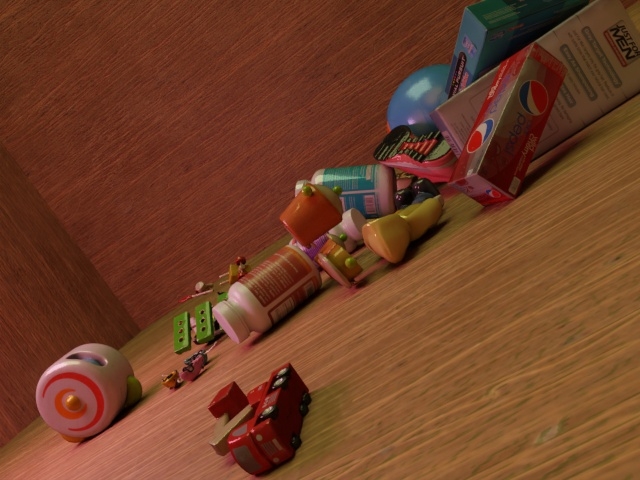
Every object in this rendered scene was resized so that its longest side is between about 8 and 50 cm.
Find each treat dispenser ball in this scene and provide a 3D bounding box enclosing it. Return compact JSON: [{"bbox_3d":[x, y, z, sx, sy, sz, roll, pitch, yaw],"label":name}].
[{"bbox_3d":[0.326,-0.332,1.453,0.288,0.288,0.288,-34,6,4],"label":"treat dispenser ball"}]

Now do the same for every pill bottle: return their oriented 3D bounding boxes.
[{"bbox_3d":[0.071,-0.127,1.430,0.264,0.146,0.146,-2,15,14],"label":"pill bottle"},{"bbox_3d":[0.024,-0.001,1.331,0.193,0.108,0.108,-32,7,27],"label":"pill bottle"},{"bbox_3d":[-0.112,0.113,1.105,0.216,0.121,0.121,-36,6,-23],"label":"pill bottle"}]

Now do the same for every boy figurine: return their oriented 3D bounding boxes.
[{"bbox_3d":[0.149,-0.032,1.014,0.177,0.092,0.285,-27,6,33],"label":"boy figurine"}]

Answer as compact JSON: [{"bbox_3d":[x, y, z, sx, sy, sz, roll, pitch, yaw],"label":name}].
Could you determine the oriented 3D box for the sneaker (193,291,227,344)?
[{"bbox_3d":[-0.264,0.188,1.440,0.235,0.097,0.084,-38,7,-31],"label":"sneaker"}]

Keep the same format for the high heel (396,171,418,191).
[{"bbox_3d":[0.176,-0.142,1.654,0.261,0.093,0.186,-26,-1,-5],"label":"high heel"}]

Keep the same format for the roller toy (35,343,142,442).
[{"bbox_3d":[-0.553,0.354,1.242,0.209,0.191,0.146,-33,7,8],"label":"roller toy"}]

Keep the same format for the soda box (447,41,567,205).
[{"bbox_3d":[0.318,-0.194,0.897,0.263,0.083,0.092,-63,13,-12],"label":"soda box"}]

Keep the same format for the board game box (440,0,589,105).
[{"bbox_3d":[0.406,-0.385,1.157,0.254,0.079,0.336,-23,-26,-11],"label":"board game box"}]

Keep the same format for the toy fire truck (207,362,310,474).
[{"bbox_3d":[-0.080,0.202,0.598,0.135,0.047,0.192,-34,7,11],"label":"toy fire truck"}]

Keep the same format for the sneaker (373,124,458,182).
[{"bbox_3d":[0.242,-0.191,1.295,0.116,0.136,0.314,-50,29,-4],"label":"sneaker"}]

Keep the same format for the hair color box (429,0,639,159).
[{"bbox_3d":[0.424,-0.282,1.028,0.374,0.185,0.113,-33,5,9],"label":"hair color box"}]

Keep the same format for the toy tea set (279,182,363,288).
[{"bbox_3d":[0.023,-0.016,1.069,0.124,0.200,0.336,-43,1,-3],"label":"toy tea set"}]

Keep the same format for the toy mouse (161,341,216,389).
[{"bbox_3d":[-0.276,0.275,1.147,0.143,0.031,0.161,-36,7,-15],"label":"toy mouse"}]

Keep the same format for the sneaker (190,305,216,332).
[{"bbox_3d":[-0.304,0.212,1.529,0.069,0.084,0.185,-31,7,27],"label":"sneaker"}]

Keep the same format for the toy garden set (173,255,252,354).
[{"bbox_3d":[-0.265,0.166,1.371,0.244,0.049,0.203,-26,46,11],"label":"toy garden set"}]
